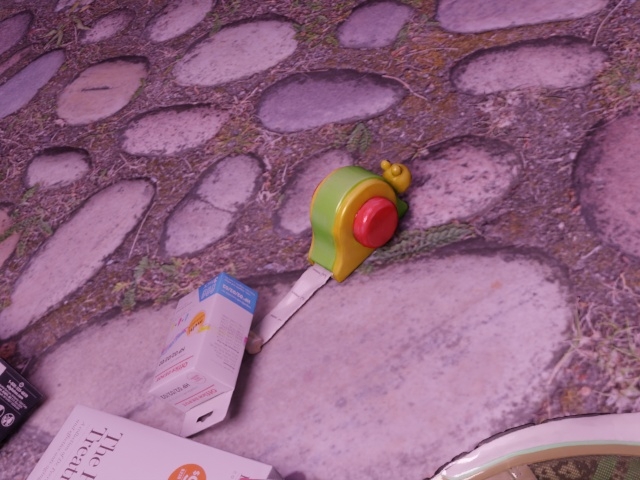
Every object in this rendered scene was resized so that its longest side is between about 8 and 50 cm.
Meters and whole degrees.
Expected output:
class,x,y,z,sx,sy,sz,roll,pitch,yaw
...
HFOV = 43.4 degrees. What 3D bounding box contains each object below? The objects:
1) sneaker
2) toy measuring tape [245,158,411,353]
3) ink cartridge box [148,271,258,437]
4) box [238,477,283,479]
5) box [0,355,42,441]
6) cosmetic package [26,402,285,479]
class,x,y,z,sx,sy,sz,roll,pitch,yaw
sneaker,0.249,0.243,0.669,0.410,0.158,0.182,-12,61,1
toy measuring tape,0.000,0.000,1.047,0.330,0.121,0.121,-43,46,-18
ink cartridge box,-0.147,0.140,0.988,0.104,0.061,0.181,-32,34,39
box,-0.024,0.348,0.701,0.126,0.149,0.232,-2,49,21
box,-0.526,0.172,1.067,0.270,0.165,0.143,17,58,41
cosmetic package,-0.229,0.374,0.809,0.284,0.097,0.377,9,54,28
